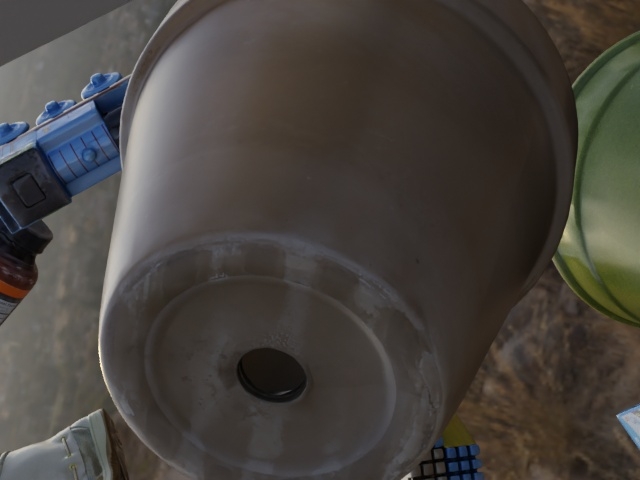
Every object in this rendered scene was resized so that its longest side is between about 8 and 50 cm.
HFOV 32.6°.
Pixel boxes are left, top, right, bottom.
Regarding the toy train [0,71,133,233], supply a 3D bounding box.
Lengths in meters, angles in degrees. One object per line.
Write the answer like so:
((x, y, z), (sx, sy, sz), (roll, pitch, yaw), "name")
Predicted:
((-0.225, -0.084, 0.991), (0.184, 0.080, 0.105), (-28, 29, -2), "toy train")

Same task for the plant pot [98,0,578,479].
((0.000, 0.000, 0.685), (0.323, 0.323, 0.280), (-60, 7, 33), "plant pot")

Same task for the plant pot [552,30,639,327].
((0.465, -0.038, 1.121), (0.353, 0.366, 0.366), (-142, 68, -72), "plant pot")

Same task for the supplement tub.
((-0.363, 0.048, 1.120), (0.198, 0.106, 0.106), (-49, 26, 4), "supplement tub")

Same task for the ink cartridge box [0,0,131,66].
((-0.123, -0.263, 0.496), (0.385, 0.279, 0.160), (-39, -19, -38), "ink cartridge box")

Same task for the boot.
((-0.291, 0.294, 1.193), (0.213, 0.165, 0.077), (-113, 4, -49), "boot")

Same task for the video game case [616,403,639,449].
((0.573, 0.315, 1.805), (0.119, 0.015, 0.166), (55, 151, 8), "video game case")

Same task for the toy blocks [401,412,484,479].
((0.115, 0.286, 1.469), (0.261, 0.191, 0.381), (147, 118, -64), "toy blocks")
